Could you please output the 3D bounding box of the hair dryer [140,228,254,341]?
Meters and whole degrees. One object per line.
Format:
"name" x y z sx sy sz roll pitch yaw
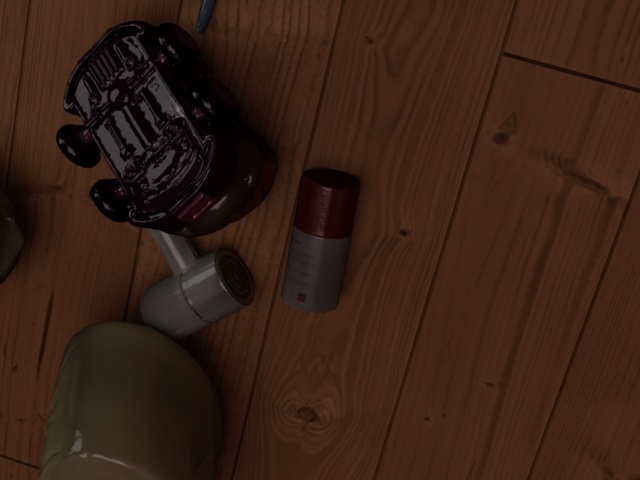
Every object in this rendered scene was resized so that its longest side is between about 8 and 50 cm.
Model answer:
"hair dryer" -0.267 -0.017 1.770 0.173 0.107 0.357 -27 92 20

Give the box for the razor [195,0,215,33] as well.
"razor" -0.168 -0.381 1.636 0.068 0.040 0.135 24 118 5

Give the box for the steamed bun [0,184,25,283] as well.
"steamed bun" -0.599 0.010 1.753 0.207 0.280 0.268 28 105 -28

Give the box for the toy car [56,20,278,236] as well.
"toy car" -0.220 -0.163 1.641 0.271 0.240 0.340 -40 69 20

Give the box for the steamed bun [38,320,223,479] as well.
"steamed bun" -0.313 0.396 1.751 0.290 0.371 0.455 10 130 -8

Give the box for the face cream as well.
"face cream" 0.000 0.000 1.698 0.096 0.096 0.214 14 111 8
